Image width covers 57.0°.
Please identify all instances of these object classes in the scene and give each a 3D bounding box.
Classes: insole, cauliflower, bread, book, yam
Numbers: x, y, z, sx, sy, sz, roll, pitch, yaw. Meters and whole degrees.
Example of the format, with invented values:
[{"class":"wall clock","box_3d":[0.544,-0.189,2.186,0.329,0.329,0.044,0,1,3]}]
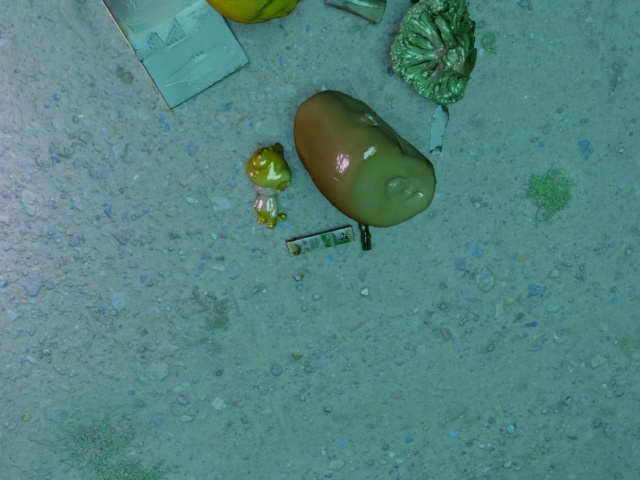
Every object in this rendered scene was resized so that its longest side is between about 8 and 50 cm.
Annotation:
[{"class":"insole","box_3d":[0.349,-0.326,1.744,0.053,0.002,0.153,1,106,-7]},{"class":"cauliflower","box_3d":[0.329,-0.510,1.555,0.275,0.250,0.273,20,107,-33]},{"class":"bread","box_3d":[0.102,-0.209,1.556,0.253,0.376,0.348,-48,137,14]},{"class":"book","box_3d":[-0.392,-0.577,1.575,0.262,0.028,0.374,-29,108,5]},{"class":"yam","box_3d":[0.095,-0.643,1.588,0.169,0.068,0.069,18,104,-10]}]

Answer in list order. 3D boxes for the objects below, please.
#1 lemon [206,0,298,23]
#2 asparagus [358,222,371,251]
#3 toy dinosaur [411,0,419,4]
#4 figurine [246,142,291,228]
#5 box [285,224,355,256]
[{"class":"lemon","box_3d":[-0.168,-0.699,1.411,0.347,0.348,0.349,-2,107,-6]},{"class":"asparagus","box_3d":[0.128,-0.047,1.789,0.036,0.030,0.165,-12,108,8]},{"class":"toy dinosaur","box_3d":[0.271,-0.677,1.605,0.055,0.049,0.154,-12,115,3]},{"class":"figurine","box_3d":[-0.146,-0.158,1.687,0.156,0.131,0.247,25,125,27]},{"class":"box","box_3d":[0.000,0.000,1.784,0.206,0.041,0.050,-14,108,-1]}]
